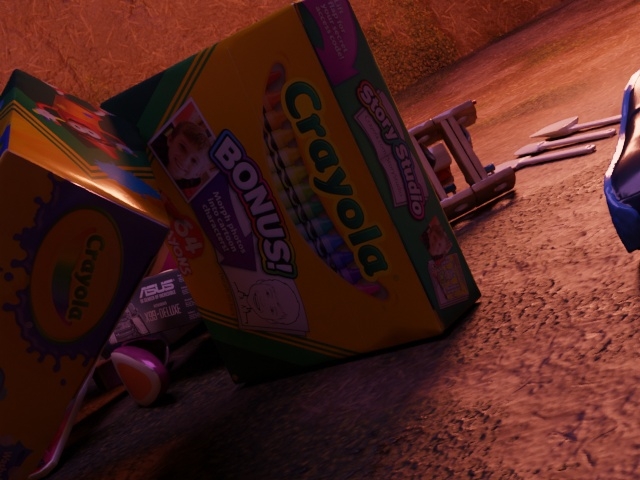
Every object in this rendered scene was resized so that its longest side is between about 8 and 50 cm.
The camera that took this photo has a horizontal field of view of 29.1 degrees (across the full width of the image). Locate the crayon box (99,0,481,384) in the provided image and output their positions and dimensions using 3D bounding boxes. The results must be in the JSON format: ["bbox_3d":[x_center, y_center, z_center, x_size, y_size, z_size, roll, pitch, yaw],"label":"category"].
[{"bbox_3d":[-0.039,-0.047,1.342,0.313,0.363,0.106,-19,10,42],"label":"crayon box"}]

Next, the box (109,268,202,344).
[{"bbox_3d":[-0.105,0.052,1.647,0.307,0.076,0.242,-16,0,30],"label":"box"}]

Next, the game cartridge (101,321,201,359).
[{"bbox_3d":[-0.188,0.068,1.946,0.355,0.068,0.230,-38,9,-21],"label":"game cartridge"}]

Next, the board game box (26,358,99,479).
[{"bbox_3d":[-0.475,0.223,1.687,0.390,0.050,0.390,-23,28,21],"label":"board game box"}]

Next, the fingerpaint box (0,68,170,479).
[{"bbox_3d":[-0.334,0.087,1.200,0.444,0.163,0.371,-60,20,10],"label":"fingerpaint box"}]

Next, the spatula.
[{"bbox_3d":[0.366,-0.152,1.849,0.168,0.019,0.242,-31,10,-29],"label":"spatula"}]

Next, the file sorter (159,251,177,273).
[{"bbox_3d":[-0.300,0.003,2.296,0.291,0.202,0.182,-21,9,34],"label":"file sorter"}]

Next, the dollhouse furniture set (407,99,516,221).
[{"bbox_3d":[0.197,-0.091,1.783,0.129,0.129,0.183,-27,-20,-1],"label":"dollhouse furniture set"}]

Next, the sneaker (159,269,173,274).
[{"bbox_3d":[-0.333,0.059,2.146,0.256,0.151,0.094,-24,-24,36],"label":"sneaker"}]

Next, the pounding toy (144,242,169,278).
[{"bbox_3d":[-0.274,0.024,1.821,0.154,0.155,0.269,-15,-40,-53],"label":"pounding toy"}]

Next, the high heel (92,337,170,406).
[{"bbox_3d":[-0.218,0.161,1.629,0.117,0.082,0.244,-27,2,-26],"label":"high heel"}]

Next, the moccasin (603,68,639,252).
[{"bbox_3d":[0.376,-0.089,1.249,0.117,0.137,0.342,-17,28,29],"label":"moccasin"}]
